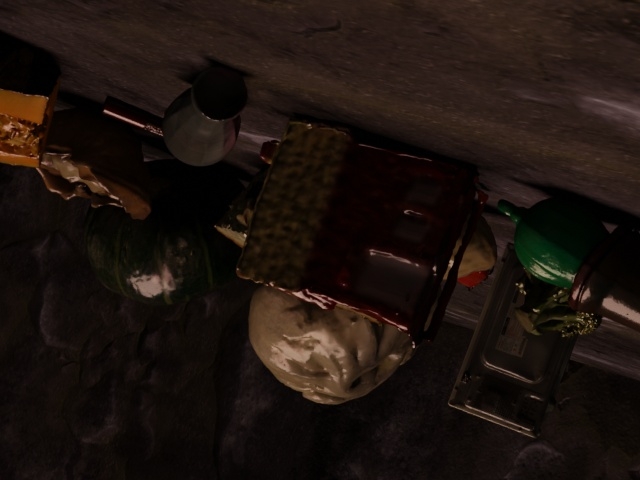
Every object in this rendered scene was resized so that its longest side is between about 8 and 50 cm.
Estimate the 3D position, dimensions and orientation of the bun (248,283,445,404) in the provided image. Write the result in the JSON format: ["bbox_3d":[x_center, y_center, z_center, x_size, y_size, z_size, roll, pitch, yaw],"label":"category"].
[{"bbox_3d":[0.052,0.145,2.392,0.360,0.360,0.211,27,-157,-56],"label":"bun"}]

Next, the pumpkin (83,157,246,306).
[{"bbox_3d":[-0.251,-0.024,2.316,0.300,0.207,0.300,-8,-150,4],"label":"pumpkin"}]

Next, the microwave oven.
[{"bbox_3d":[0.287,0.145,1.978,0.145,0.240,0.194,21,175,5],"label":"microwave oven"}]

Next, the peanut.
[{"bbox_3d":[0.098,-0.017,1.732,0.256,0.123,0.123,11,171,31],"label":"peanut"}]

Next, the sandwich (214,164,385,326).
[{"bbox_3d":[0.000,0.001,2.025,0.262,0.131,0.325,34,174,-11],"label":"sandwich"}]

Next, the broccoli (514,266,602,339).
[{"bbox_3d":[0.304,0.070,1.788,0.131,0.120,0.130,52,161,16],"label":"broccoli"}]

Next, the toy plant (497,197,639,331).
[{"bbox_3d":[0.270,0.013,1.427,0.200,0.105,0.143,37,-166,13],"label":"toy plant"}]

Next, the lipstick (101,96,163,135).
[{"bbox_3d":[-0.227,-0.162,1.992,0.176,0.027,0.027,20,176,-18],"label":"lipstick"}]

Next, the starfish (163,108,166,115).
[{"bbox_3d":[-0.174,-0.149,1.880,0.091,0.028,0.078,27,176,-22],"label":"starfish"}]

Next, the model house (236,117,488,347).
[{"bbox_3d":[0.032,-0.014,1.523,0.254,0.196,0.160,20,177,19],"label":"model house"}]

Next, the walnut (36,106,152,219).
[{"bbox_3d":[-0.357,-0.138,2.162,0.238,0.141,0.204,18,163,39],"label":"walnut"}]

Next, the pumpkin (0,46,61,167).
[{"bbox_3d":[-0.415,-0.200,1.848,0.131,0.126,0.248,16,159,-10],"label":"pumpkin"}]

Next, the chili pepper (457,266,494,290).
[{"bbox_3d":[0.165,-0.001,2.001,0.169,0.065,0.088,31,-167,-31],"label":"chili pepper"}]

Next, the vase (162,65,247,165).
[{"bbox_3d":[-0.119,-0.137,1.489,0.086,0.086,0.214,21,171,-8],"label":"vase"}]
